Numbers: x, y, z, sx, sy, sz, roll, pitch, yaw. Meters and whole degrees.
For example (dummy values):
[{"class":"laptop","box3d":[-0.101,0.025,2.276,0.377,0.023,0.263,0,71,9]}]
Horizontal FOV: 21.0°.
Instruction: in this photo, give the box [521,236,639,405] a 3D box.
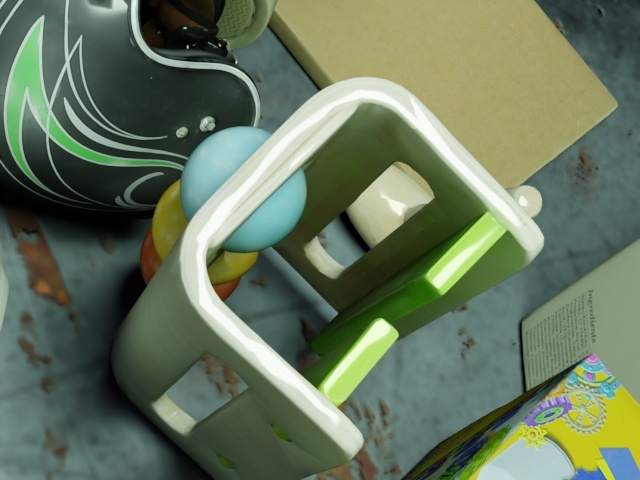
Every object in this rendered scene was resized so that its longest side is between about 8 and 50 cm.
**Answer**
[{"class":"box","box3d":[0.213,0.047,0.903,0.094,0.275,0.113,8,66,-23]}]

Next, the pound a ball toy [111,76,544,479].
[{"class":"pound a ball toy","box3d":[0.000,0.000,0.832,0.136,0.319,0.208,44,74,-1]}]

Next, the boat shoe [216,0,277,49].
[{"class":"boat shoe","box3d":[-0.147,-0.224,0.962,0.302,0.113,0.103,33,51,-13]}]

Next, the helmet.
[{"class":"helmet","box3d":[-0.122,-0.100,0.873,0.161,0.169,0.169,31,57,-35]}]

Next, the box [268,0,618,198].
[{"class":"box","box3d":[0.068,-0.118,1.057,0.164,0.021,0.201,-37,87,-31]}]

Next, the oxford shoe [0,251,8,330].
[{"class":"oxford shoe","box3d":[-0.265,0.122,0.745,0.169,0.130,0.449,14,60,23]}]

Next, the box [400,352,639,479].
[{"class":"box","box3d":[0.102,0.266,0.821,0.290,0.177,0.279,49,59,1]}]
